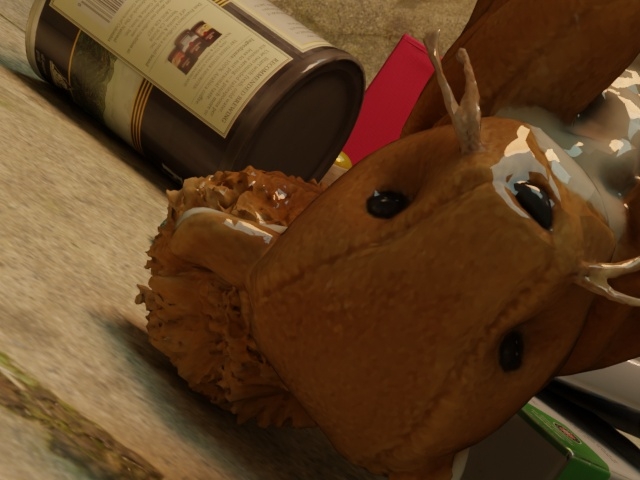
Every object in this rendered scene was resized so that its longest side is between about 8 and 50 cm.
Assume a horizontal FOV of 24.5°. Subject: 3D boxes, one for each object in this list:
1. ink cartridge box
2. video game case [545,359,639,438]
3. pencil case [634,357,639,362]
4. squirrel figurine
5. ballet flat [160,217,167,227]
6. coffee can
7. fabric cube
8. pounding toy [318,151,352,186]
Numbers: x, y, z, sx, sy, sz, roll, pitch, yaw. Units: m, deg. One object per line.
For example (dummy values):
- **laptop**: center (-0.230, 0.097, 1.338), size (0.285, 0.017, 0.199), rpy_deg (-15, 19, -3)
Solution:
- **ink cartridge box**: center (0.165, 0.167, 1.044), size (0.208, 0.087, 0.153), rpy_deg (28, 9, -41)
- **video game case**: center (0.136, 0.084, 1.171), size (0.329, 0.036, 0.300), rpy_deg (22, -6, 15)
- **pencil case**: center (0.305, 0.084, 1.481), size (0.124, 0.273, 0.113), rpy_deg (51, 8, 27)
- **squirrel figurine**: center (0.075, 0.015, 0.795), size (0.281, 0.397, 0.370), rpy_deg (54, 44, -2)
- **ballet flat**: center (-0.075, -0.011, 1.208), size (0.070, 0.070, 0.188), rpy_deg (36, 7, 7)
- **coffee can**: center (-0.122, -0.166, 1.447), size (0.275, 0.201, 0.201), rpy_deg (38, 8, 21)
- **fabric cube**: center (0.166, -0.068, 1.882), size (0.254, 0.258, 0.259), rpy_deg (39, 8, 25)
- **pounding toy**: center (0.040, -0.032, 1.500), size (0.155, 0.154, 0.269), rpy_deg (27, 10, -46)
